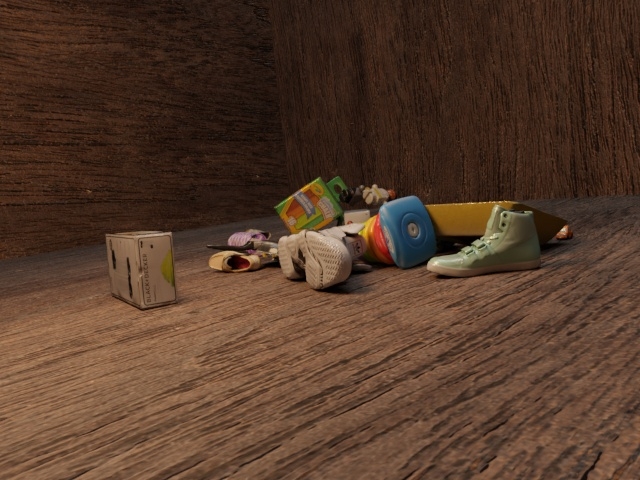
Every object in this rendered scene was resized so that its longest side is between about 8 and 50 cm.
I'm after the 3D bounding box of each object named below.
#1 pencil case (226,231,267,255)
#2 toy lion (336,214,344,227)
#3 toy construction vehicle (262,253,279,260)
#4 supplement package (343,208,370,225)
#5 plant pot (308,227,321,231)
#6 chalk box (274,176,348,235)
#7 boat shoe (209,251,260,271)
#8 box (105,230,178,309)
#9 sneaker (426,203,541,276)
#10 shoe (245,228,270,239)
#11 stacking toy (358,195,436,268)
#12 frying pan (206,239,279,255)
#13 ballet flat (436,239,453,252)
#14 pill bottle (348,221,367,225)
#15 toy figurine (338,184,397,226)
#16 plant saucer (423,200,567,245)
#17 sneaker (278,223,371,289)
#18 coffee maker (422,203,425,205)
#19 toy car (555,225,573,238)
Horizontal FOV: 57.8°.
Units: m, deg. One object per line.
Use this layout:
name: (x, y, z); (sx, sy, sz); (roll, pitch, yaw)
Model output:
pencil case: (-0.265, 0.015, 2.100); (0.088, 0.086, 0.206); (-39, 19, -23)
toy lion: (0.078, -0.065, 2.433); (0.034, 0.100, 0.096); (15, -10, -4)
toy construction vehicle: (-0.129, 0.042, 1.905); (0.098, 0.035, 0.085); (-1, 8, 37)
supplement package: (0.149, -0.069, 2.343); (0.105, 0.105, 0.179); (-5, 5, 2)
plant pot: (0.000, 0.000, 2.029); (0.079, 0.084, 0.083); (6, -1, -31)
chalk box: (-0.019, -0.146, 2.372); (0.288, 0.180, 0.179); (-34, 5, 4)
boat shoe: (-0.262, 0.062, 1.712); (0.169, 0.063, 0.059); (-3, 1, 22)
box: (-0.439, 0.063, 1.407); (0.087, 0.169, 0.289); (-7, 4, -32)
sneaker: (0.359, -0.003, 1.302); (0.255, 0.151, 0.094); (-7, 8, -1)
shoe: (-0.253, -0.012, 2.338); (0.058, 0.077, 0.219); (-10, 3, 10)
stacking toy: (0.148, 0.001, 1.587); (0.165, 0.175, 0.301); (-19, 1, -38)
frying pan: (-0.175, 0.021, 1.749); (0.325, 0.053, 0.197); (10, 0, -9)
ballet flat: (0.357, -0.004, 1.724); (0.070, 0.070, 0.188); (-3, 7, 27)
pill bottle: (0.174, -0.007, 1.745); (0.184, 0.103, 0.103); (-3, 7, 23)
toy figurine: (0.176, -0.092, 2.047); (0.148, 0.210, 0.213); (-3, 4, -38)
plant saucer: (0.450, -0.036, 1.588); (0.332, 0.081, 0.332); (0, -6, 44)
sneaker: (0.042, 0.026, 1.396); (0.210, 0.138, 0.365); (-11, 4, -21)
coffee maker: (0.350, -0.043, 1.958); (0.178, 0.120, 0.171); (-3, 47, 31)
toy car: (0.692, -0.027, 1.721); (0.060, 0.041, 0.122); (-9, 7, -27)
